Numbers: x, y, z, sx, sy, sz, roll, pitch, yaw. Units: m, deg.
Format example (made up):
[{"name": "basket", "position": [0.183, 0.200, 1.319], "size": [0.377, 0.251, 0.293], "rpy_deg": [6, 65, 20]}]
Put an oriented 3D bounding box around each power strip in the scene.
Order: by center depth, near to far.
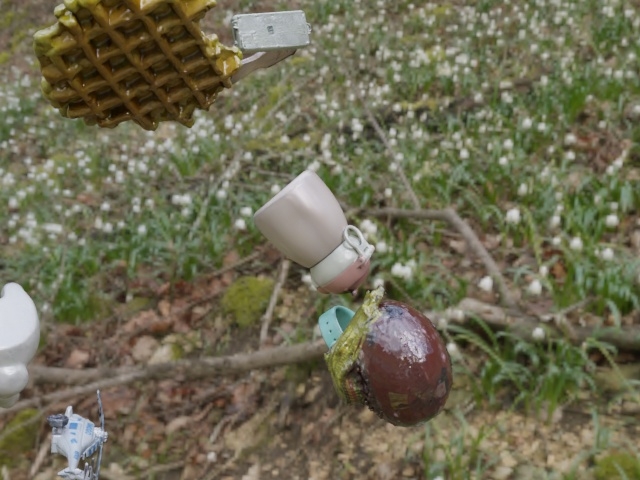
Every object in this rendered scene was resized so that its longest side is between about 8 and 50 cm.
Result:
[{"name": "power strip", "position": [-0.107, -0.452, 1.827], "size": [0.192, 0.081, 0.035], "rpy_deg": [-13, 5, -31]}]

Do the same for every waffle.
[{"name": "waffle", "position": [-0.238, -0.245, 1.144], "size": [0.281, 0.058, 0.301], "rpy_deg": [-11, -26, -15]}]

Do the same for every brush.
[{"name": "brush", "position": [-0.164, -0.470, 2.146], "size": [0.065, 0.070, 0.327], "rpy_deg": [31, 42, 15]}]

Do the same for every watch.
[{"name": "watch", "position": [0.088, 0.263, 2.047], "size": [0.068, 0.237, 0.195], "rpy_deg": [-33, 7, 16]}]

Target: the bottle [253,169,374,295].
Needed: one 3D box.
[{"name": "bottle", "position": [0.000, 0.000, 1.569], "size": [0.236, 0.147, 0.147], "rpy_deg": [50, -10, -5]}]

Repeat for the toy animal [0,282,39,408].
[{"name": "toy animal", "position": [-0.734, 0.278, 1.852], "size": [0.196, 0.241, 0.367], "rpy_deg": [-6, -30, -38]}]

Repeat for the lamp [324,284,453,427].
[{"name": "lamp", "position": [0.081, 0.151, 1.010], "size": [0.135, 0.157, 0.156], "rpy_deg": [-26, -33, -11]}]

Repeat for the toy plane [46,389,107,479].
[{"name": "toy plane", "position": [-0.423, 0.365, 1.441], "size": [0.107, 0.182, 0.273], "rpy_deg": [6, 24, -12]}]
